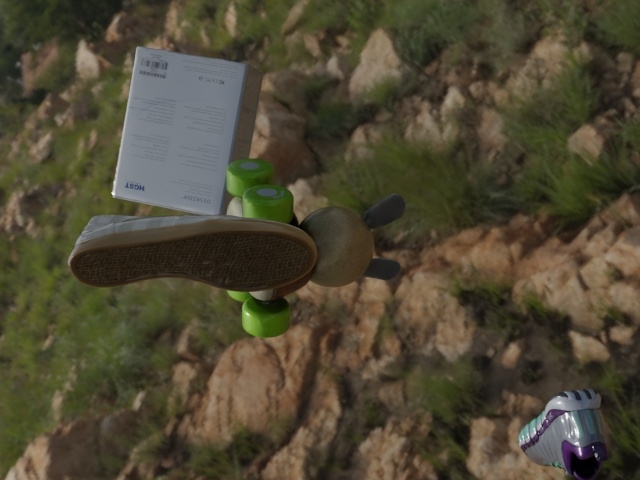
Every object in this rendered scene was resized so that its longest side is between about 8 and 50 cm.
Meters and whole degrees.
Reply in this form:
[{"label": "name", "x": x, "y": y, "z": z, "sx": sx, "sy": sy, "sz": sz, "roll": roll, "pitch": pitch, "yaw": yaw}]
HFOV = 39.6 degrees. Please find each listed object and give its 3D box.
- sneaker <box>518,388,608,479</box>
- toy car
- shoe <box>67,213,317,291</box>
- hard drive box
[{"label": "sneaker", "x": 0.310, "y": 0.273, "z": 1.136, "sx": 0.083, "sy": 0.223, "sz": 0.098, "roll": -8, "pitch": 59, "yaw": -2}, {"label": "toy car", "x": 0.000, "y": 0.000, "z": 0.954, "sx": 0.149, "sy": 0.189, "sz": 0.155, "roll": -125, "pitch": 33, "yaw": -59}, {"label": "shoe", "x": -0.112, "y": 0.001, "z": 0.789, "sx": 0.219, "sy": 0.076, "sz": 0.058, "roll": -1, "pitch": 40, "yaw": 3}, {"label": "hard drive box", "x": -0.201, "y": -0.162, "z": 1.351, "sx": 0.089, "sy": 0.181, "sz": 0.232, "roll": -7, "pitch": -71, "yaw": -78}]
